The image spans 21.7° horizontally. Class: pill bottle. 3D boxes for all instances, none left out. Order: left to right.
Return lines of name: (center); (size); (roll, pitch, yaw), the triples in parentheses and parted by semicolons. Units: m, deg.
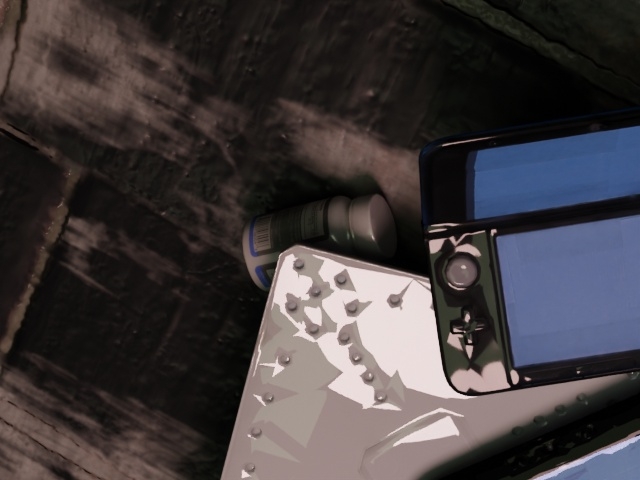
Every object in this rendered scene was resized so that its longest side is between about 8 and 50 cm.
pill bottle: (0.000, 0.000, 1.630); (0.137, 0.078, 0.078); (-13, 105, 23)

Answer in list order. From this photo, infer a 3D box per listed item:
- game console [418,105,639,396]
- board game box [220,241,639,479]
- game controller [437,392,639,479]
game console: (0.240, 0.010, 1.448); (0.293, 0.173, 0.250); (-9, 97, 2)
board game box: (0.107, 0.220, 1.623); (0.390, 0.050, 0.390); (14, 108, -3)
game controller: (0.243, 0.255, 1.543); (0.319, 0.067, 0.166); (-26, 74, 13)
